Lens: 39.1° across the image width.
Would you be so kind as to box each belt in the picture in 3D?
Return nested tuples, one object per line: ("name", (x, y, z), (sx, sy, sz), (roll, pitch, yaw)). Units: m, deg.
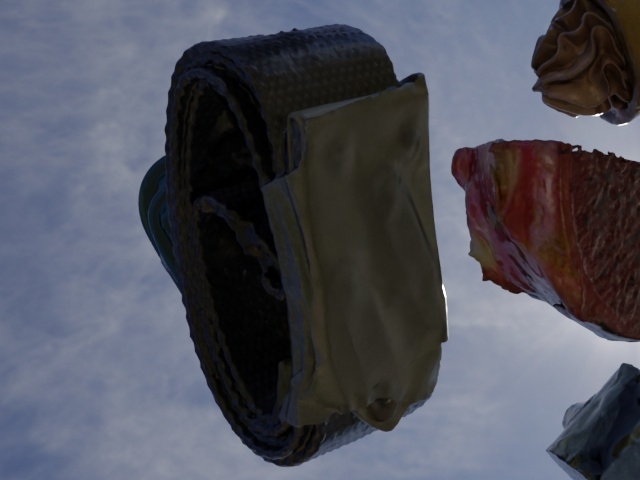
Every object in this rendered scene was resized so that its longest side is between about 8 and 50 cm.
("belt", (0.000, 0.000, 0.497), (0.126, 0.140, 0.230), (-16, -75, -38))

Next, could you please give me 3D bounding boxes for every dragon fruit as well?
("dragon fruit", (0.189, -0.002, 0.661), (0.274, 0.161, 0.126), (5, -82, -39))

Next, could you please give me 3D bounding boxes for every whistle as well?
("whistle", (0.439, 0.285, 1.205), (0.188, 0.405, 0.168), (42, -95, 10))

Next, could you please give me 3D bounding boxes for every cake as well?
("cake", (0.347, -0.229, 1.107), (0.178, 0.208, 0.185), (-26, -75, -12))

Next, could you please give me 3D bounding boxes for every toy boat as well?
("toy boat", (-0.120, 0.023, 1.022), (0.134, 0.299, 0.092), (-39, -15, 14))
